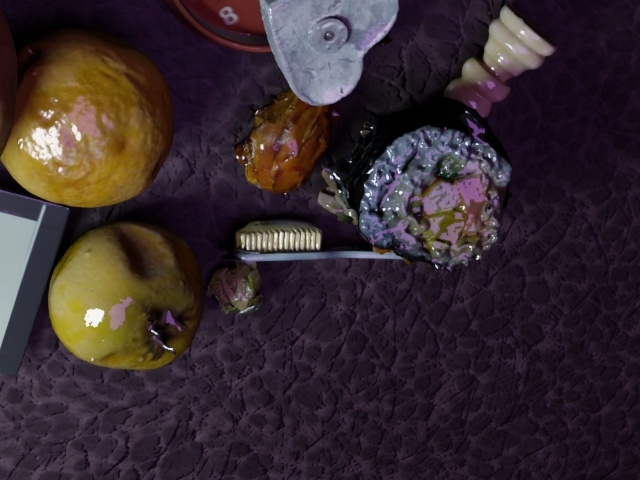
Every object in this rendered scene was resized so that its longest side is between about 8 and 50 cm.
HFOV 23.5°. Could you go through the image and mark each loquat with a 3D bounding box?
[{"bbox_3d":[-0.253,0.072,2.019,0.213,0.213,0.213,-9,120,-17],"label":"loquat"},{"bbox_3d":[-0.292,-0.149,1.887,0.238,0.193,0.238,-23,133,-28],"label":"loquat"}]

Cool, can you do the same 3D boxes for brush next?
[{"bbox_3d":[0.000,0.000,2.172,0.296,0.068,0.060,1,95,-26],"label":"brush"}]

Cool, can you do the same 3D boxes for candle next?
[{"bbox_3d":[-0.001,-0.272,1.924,0.168,0.068,0.192,20,112,-28],"label":"candle"}]

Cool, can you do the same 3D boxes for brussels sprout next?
[{"bbox_3d":[-0.114,0.074,2.165,0.085,0.058,0.085,-11,137,-11],"label":"brussels sprout"}]

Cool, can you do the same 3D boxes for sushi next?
[{"bbox_3d":[0.134,-0.078,2.097,0.238,0.219,0.225,43,88,-9],"label":"sushi"}]

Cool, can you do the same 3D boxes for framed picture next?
[{"bbox_3d":[-0.521,0.027,1.972,0.347,0.016,0.265,14,112,-18],"label":"framed picture"}]

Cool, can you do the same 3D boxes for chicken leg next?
[{"bbox_3d":[-0.005,-0.197,2.045,0.113,0.093,0.304,30,99,-18],"label":"chicken leg"}]

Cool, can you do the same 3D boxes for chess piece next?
[{"bbox_3d":[0.236,-0.234,2.120,0.094,0.094,0.170,30,111,-32],"label":"chess piece"}]

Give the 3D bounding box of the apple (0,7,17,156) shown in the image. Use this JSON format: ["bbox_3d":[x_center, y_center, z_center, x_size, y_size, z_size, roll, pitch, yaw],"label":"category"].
[{"bbox_3d":[-0.513,-0.175,1.719,0.338,0.338,0.305,1,132,-22],"label":"apple"}]

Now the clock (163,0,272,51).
[{"bbox_3d":[-0.062,-0.382,1.919,0.318,0.080,0.319,-8,126,-12],"label":"clock"}]
